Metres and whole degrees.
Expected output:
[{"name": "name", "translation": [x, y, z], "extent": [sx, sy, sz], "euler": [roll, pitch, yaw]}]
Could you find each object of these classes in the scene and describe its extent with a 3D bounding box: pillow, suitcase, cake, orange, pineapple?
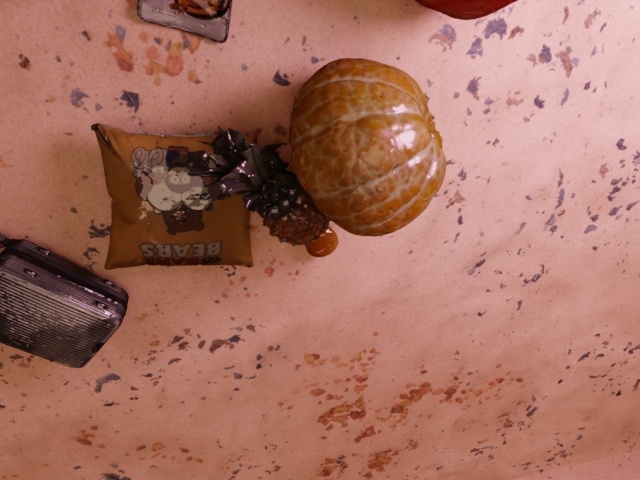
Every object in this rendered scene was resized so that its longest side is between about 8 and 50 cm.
[{"name": "pillow", "translation": [-0.282, -0.075, 0.858], "extent": [0.309, 0.119, 0.313], "euler": [-2, 118, -22]}, {"name": "suitcase", "translation": [-0.599, 0.140, 0.908], "extent": [0.312, 0.128, 0.202], "euler": [37, 107, -30]}, {"name": "cake", "translation": [0.000, 0.000, 1.022], "extent": [0.084, 0.044, 0.084], "euler": [-7, 123, -11]}, {"name": "orange", "translation": [0.089, -0.173, 0.773], "extent": [0.249, 0.329, 0.329], "euler": [-17, 126, 23]}, {"name": "pineapple", "translation": [-0.094, -0.105, 0.792], "extent": [0.165, 0.166, 0.364], "euler": [-35, 152, 8]}]

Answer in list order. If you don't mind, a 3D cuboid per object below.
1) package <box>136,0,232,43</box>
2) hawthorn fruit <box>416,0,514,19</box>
[{"name": "package", "translation": [-0.212, -0.470, 0.692], "extent": [0.154, 0.030, 0.239], "euler": [9, 119, -17]}, {"name": "hawthorn fruit", "translation": [0.256, -0.486, 0.625], "extent": [0.286, 0.330, 0.287], "euler": [-1, 114, -2]}]
